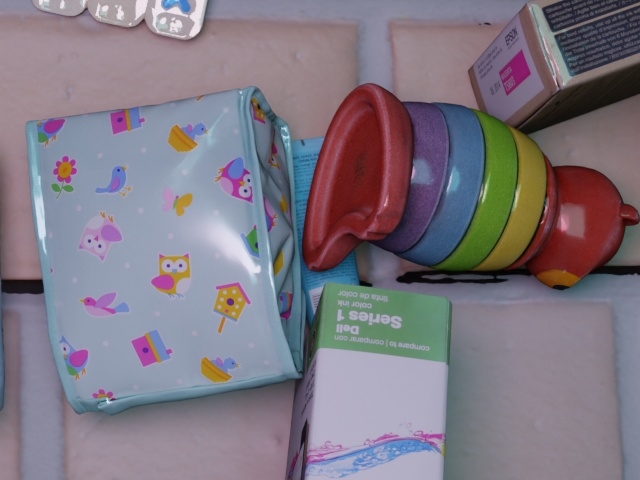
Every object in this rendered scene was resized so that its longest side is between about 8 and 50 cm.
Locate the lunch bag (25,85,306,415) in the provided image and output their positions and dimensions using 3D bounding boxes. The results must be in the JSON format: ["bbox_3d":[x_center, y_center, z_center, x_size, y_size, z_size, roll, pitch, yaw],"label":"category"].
[{"bbox_3d":[-0.131,0.016,1.332,0.223,0.160,0.262,-9,80,9],"label":"lunch bag"}]

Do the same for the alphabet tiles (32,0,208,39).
[{"bbox_3d":[-0.170,-0.341,1.427,0.284,0.021,0.278,11,96,2],"label":"alphabet tiles"}]

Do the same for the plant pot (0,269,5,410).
[{"bbox_3d":[-0.442,0.028,1.261,0.252,0.247,0.248,-8,78,18],"label":"plant pot"}]

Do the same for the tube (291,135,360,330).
[{"bbox_3d":[0.000,0.000,1.430,0.080,0.052,0.207,-8,79,-17],"label":"tube"}]

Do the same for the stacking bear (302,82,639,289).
[{"bbox_3d":[0.152,-0.035,1.390,0.289,0.175,0.164,13,69,-21],"label":"stacking bear"}]

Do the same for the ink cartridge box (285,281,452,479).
[{"bbox_3d":[0.033,0.206,1.290,0.117,0.201,0.278,8,62,-5],"label":"ink cartridge box"}]

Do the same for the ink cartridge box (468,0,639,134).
[{"bbox_3d":[0.260,-0.179,1.389,0.193,0.235,0.088,-19,85,-10],"label":"ink cartridge box"}]
